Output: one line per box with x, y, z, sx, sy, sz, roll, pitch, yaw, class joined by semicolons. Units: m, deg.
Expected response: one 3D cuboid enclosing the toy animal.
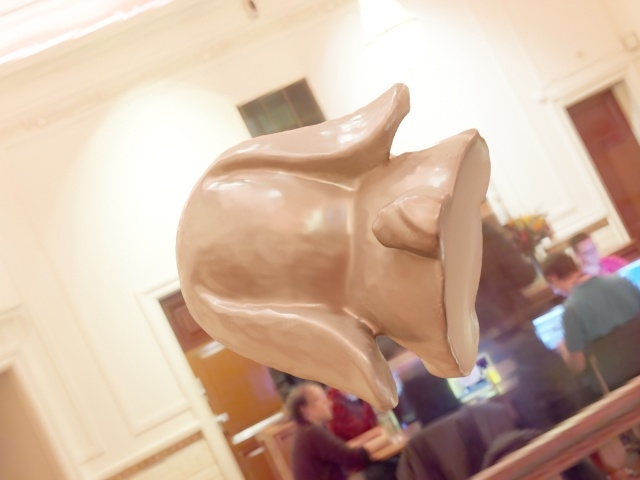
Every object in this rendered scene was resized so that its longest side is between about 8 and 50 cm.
0.000;0.000;0.859;0.265;0.271;0.206;5;-4;19;toy animal
